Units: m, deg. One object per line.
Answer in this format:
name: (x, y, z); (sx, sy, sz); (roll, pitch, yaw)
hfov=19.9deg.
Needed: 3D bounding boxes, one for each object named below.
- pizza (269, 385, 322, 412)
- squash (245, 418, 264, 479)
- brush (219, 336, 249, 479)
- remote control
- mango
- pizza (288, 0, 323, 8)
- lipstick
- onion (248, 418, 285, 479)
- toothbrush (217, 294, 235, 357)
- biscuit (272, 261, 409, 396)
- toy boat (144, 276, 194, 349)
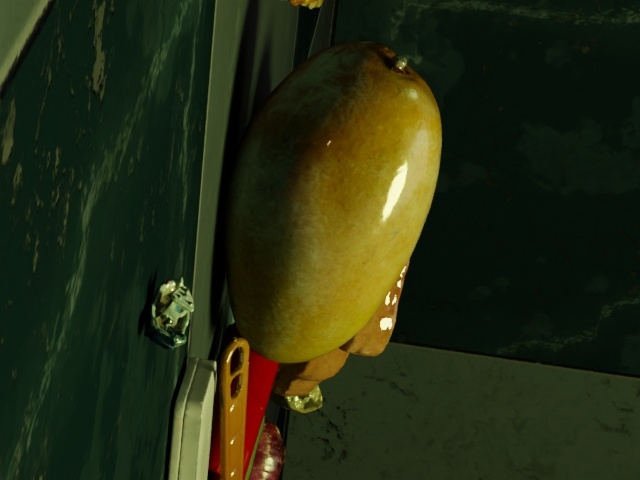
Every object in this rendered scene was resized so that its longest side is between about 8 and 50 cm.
pizza: (-0.021, 0.081, 2.418); (0.280, 0.075, 0.287); (-118, -139, -64)
squash: (-0.105, 0.242, 2.064); (0.229, 0.066, 0.066); (-79, 176, -61)
brush: (-0.089, 0.229, 1.813); (0.090, 0.017, 0.314); (-39, 140, -49)
remote control: (-0.130, 0.241, 1.778); (0.103, 0.034, 0.250); (-78, 175, -62)
mango: (0.000, -0.030, 1.916); (0.199, 0.221, 0.384); (-13, 135, -49)
pizza: (-0.009, -0.364, 2.026); (0.305, 0.086, 0.161); (93, 6, -53)
lipstick: (-0.096, 0.188, 1.973); (0.279, 0.073, 0.073); (-74, 173, -56)
onion: (-0.091, 0.272, 2.286); (0.107, 0.097, 0.107); (-44, -146, 42)
toothbrush: (-0.097, 0.043, 2.140); (0.019, 0.016, 0.219); (83, 15, -76)
biscuit: (-0.001, 0.000, 2.198); (0.455, 0.078, 0.349); (142, -41, -61)
toy boat: (-0.113, 0.053, 1.403); (0.083, 0.038, 0.038); (-87, -176, -60)
